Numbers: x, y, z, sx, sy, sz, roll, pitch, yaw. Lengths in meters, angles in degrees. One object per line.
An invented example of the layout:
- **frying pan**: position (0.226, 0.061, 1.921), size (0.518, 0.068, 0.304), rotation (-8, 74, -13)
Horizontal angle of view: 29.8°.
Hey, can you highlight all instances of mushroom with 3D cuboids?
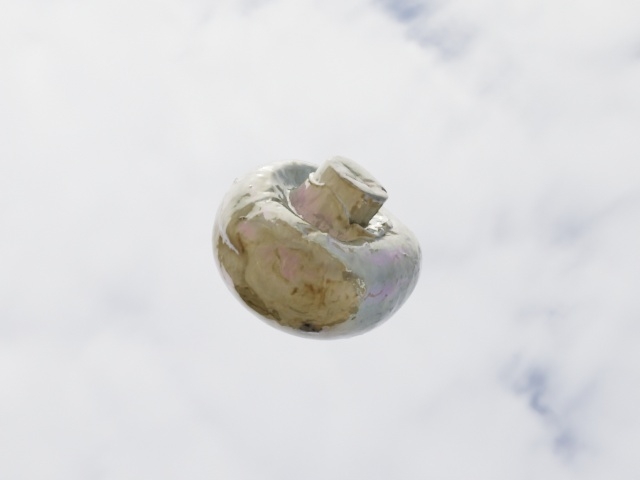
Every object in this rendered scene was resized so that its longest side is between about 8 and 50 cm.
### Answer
- **mushroom**: position (0.000, 0.000, 0.471), size (0.083, 0.083, 0.067), rotation (37, -65, 14)
